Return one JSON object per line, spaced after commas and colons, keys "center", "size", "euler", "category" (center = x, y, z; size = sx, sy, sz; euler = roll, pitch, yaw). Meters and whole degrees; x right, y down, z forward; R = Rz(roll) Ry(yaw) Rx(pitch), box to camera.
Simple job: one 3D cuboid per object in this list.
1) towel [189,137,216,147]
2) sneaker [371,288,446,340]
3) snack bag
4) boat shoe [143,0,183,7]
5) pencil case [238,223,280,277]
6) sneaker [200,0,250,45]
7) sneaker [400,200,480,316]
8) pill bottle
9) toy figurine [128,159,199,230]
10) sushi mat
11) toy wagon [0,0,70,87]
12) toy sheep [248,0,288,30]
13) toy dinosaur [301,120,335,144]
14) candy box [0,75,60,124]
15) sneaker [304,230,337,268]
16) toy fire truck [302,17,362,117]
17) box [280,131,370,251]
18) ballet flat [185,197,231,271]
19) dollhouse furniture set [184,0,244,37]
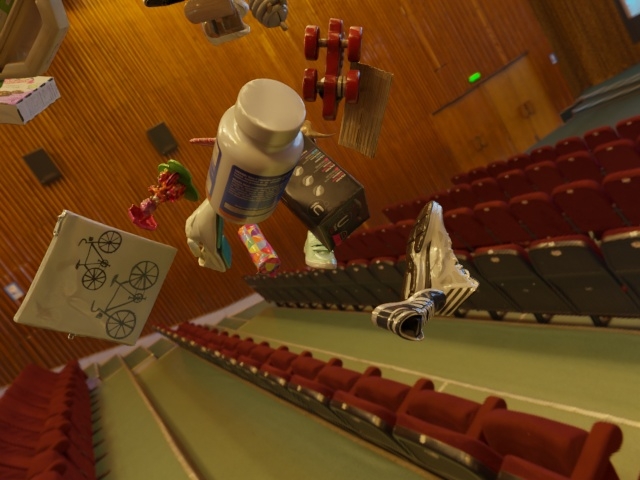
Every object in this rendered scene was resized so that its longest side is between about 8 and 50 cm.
{"center": [-0.315, -0.346, 1.666], "size": [0.275, 0.031, 0.199], "euler": [9, 6, 38], "category": "towel"}
{"center": [0.315, 0.231, 1.425], "size": [0.282, 0.099, 0.153], "euler": [-13, 13, -25], "category": "sneaker"}
{"center": [-0.604, 0.119, 1.255], "size": [0.037, 0.342, 0.323], "euler": [21, 87, 46], "category": "snack bag"}
{"center": [-0.490, -0.767, 1.447], "size": [0.142, 0.040, 0.049], "euler": [-21, -27, -7], "category": "boat shoe"}
{"center": [-0.244, 0.035, 1.814], "size": [0.104, 0.104, 0.236], "euler": [-33, 55, -1], "category": "pencil case"}
{"center": [-0.285, -0.684, 1.257], "size": [0.152, 0.114, 0.305], "euler": [-5, -24, 8], "category": "sneaker"}
{"center": [0.466, 0.078, 1.729], "size": [0.169, 0.257, 0.447], "euler": [120, 165, -67], "category": "sneaker"}
{"center": [-0.119, -0.155, 0.839], "size": [0.152, 0.152, 0.272], "euler": [-40, -7, -34], "category": "pill bottle"}
{"center": [-0.398, -0.098, 1.127], "size": [0.159, 0.130, 0.173], "euler": [-54, 7, -25], "category": "toy figurine"}
{"center": [0.146, -0.435, 1.542], "size": [0.019, 0.151, 0.316], "euler": [-42, -28, -39], "category": "sushi mat"}
{"center": [-0.604, -0.435, 0.754], "size": [0.267, 0.344, 0.068], "euler": [-43, 22, 26], "category": "toy wagon"}
{"center": [-0.113, -0.514, 0.999], "size": [0.091, 0.132, 0.091], "euler": [-29, -5, -3], "category": "toy sheep"}
{"center": [-0.038, -0.362, 1.568], "size": [0.053, 0.183, 0.092], "euler": [-28, -40, -41], "category": "toy dinosaur"}
{"center": [-0.931, -0.433, 1.393], "size": [0.165, 0.070, 0.196], "euler": [6, 43, 5], "category": "candy box"}
{"center": [-0.001, 0.000, 1.524], "size": [0.094, 0.151, 0.256], "euler": [5, 16, -16], "category": "sneaker"}
{"center": [0.046, -0.533, 1.455], "size": [0.169, 0.302, 0.254], "euler": [4, 7, 7], "category": "toy fire truck"}
{"center": [-0.024, -0.130, 1.121], "size": [0.143, 0.270, 0.165], "euler": [-42, -25, -6], "category": "box"}
{"center": [-0.362, -0.012, 1.454], "size": [0.139, 0.139, 0.400], "euler": [-38, -20, -24], "category": "ballet flat"}
{"center": [-0.276, -0.542, 0.939], "size": [0.161, 0.242, 0.212], "euler": [-15, 18, 1], "category": "dollhouse furniture set"}
